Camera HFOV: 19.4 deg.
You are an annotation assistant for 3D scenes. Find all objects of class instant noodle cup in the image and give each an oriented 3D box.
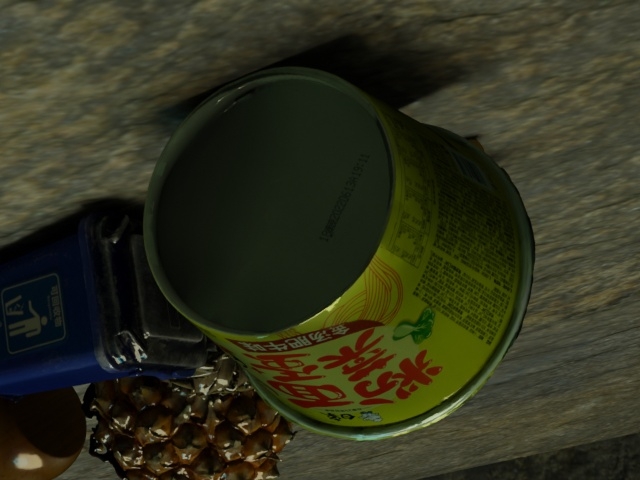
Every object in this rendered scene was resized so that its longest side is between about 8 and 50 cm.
[{"bbox_3d":[0.000,0.000,1.590,0.311,0.311,0.221,-20,153,20],"label":"instant noodle cup"}]

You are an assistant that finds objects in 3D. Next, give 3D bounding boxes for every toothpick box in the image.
[{"bbox_3d":[-0.430,0.262,2.259,0.294,0.192,0.192,-30,159,30],"label":"toothpick box"}]

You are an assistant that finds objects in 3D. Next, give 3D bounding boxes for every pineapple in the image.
[{"bbox_3d":[-0.125,0.133,2.078,0.262,0.262,0.272,-9,151,-19],"label":"pineapple"}]

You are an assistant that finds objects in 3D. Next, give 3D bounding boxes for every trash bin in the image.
[{"bbox_3d":[-0.237,0.075,1.843,0.234,0.163,0.184,-17,165,27],"label":"trash bin"}]

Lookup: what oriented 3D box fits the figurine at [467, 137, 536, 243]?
[{"bbox_3d":[0.119,-0.010,1.930,0.174,0.116,0.240,-12,158,-19],"label":"figurine"}]
